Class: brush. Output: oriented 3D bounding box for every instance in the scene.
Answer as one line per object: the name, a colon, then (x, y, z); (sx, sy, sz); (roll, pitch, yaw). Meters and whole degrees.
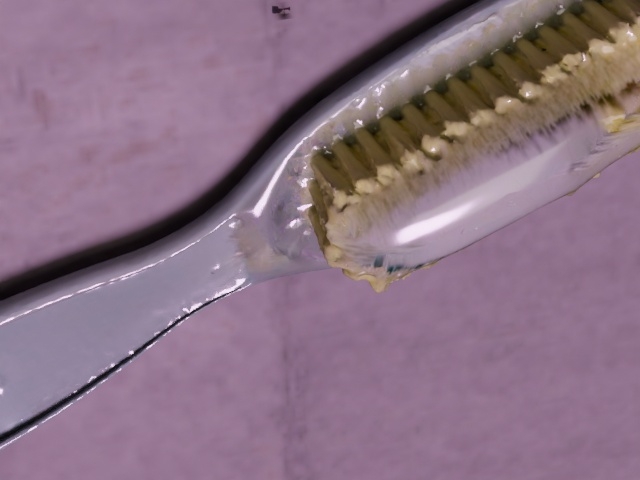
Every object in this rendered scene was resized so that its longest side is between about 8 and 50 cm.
brush: (0.000, 0.000, 0.587); (0.297, 0.060, 0.068); (-29, 126, 1)
